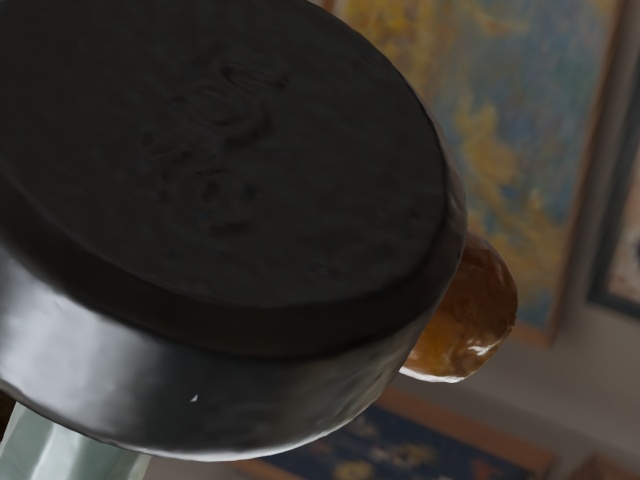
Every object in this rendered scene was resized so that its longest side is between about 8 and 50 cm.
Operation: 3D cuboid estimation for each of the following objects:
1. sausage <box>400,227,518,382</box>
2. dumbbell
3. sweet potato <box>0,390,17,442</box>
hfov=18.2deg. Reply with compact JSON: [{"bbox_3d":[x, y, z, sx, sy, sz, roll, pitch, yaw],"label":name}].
[{"bbox_3d":[0.000,0.000,1.119,0.098,0.238,0.098,-53,-17,-24],"label":"sausage"},{"bbox_3d":[-0.050,0.042,0.408,0.100,0.100,0.191,-40,-17,-46],"label":"dumbbell"},{"bbox_3d":[-0.166,0.068,0.878,0.108,0.079,0.346,-48,-65,-20],"label":"sweet potato"}]
